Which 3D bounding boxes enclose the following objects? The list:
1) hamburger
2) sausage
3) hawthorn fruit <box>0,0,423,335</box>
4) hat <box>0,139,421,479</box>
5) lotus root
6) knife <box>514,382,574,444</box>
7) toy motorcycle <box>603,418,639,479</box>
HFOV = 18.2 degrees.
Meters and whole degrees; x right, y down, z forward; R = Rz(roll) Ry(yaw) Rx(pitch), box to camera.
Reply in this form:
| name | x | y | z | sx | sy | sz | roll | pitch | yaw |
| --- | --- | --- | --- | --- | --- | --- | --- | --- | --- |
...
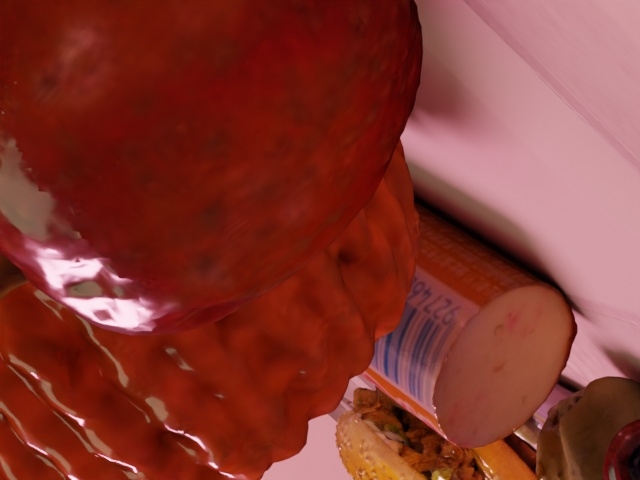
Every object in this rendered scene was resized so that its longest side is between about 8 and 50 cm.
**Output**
| name | x | y | z | sx | sy | sz | roll | pitch | yaw |
| --- | --- | --- | --- | --- | --- | --- | --- | --- | --- |
| hamburger | 0.092 | 0.183 | 1.665 | 0.191 | 0.118 | 0.182 | 42 | 172 | 32 |
| sausage | 0.000 | 0.000 | 1.068 | 0.312 | 0.093 | 0.093 | 34 | 171 | 45 |
| hawthorn fruit | -0.066 | -0.049 | 0.647 | 0.179 | 0.200 | 0.179 | 38 | 179 | 1 |
| hat | -0.138 | -0.090 | 0.823 | 0.285 | 0.285 | 0.400 | 30 | 151 | 58 |
| lotus root | 0.174 | 0.154 | 1.003 | 0.183 | 0.077 | 0.090 | 60 | 152 | 15 |
| knife | 0.158 | 0.118 | 1.186 | 0.132 | 0.038 | 0.398 | 41 | 173 | -30 |
| toy motorcycle | 0.205 | 0.148 | 0.915 | 0.213 | 0.082 | 0.122 | 39 | 177 | -23 |
